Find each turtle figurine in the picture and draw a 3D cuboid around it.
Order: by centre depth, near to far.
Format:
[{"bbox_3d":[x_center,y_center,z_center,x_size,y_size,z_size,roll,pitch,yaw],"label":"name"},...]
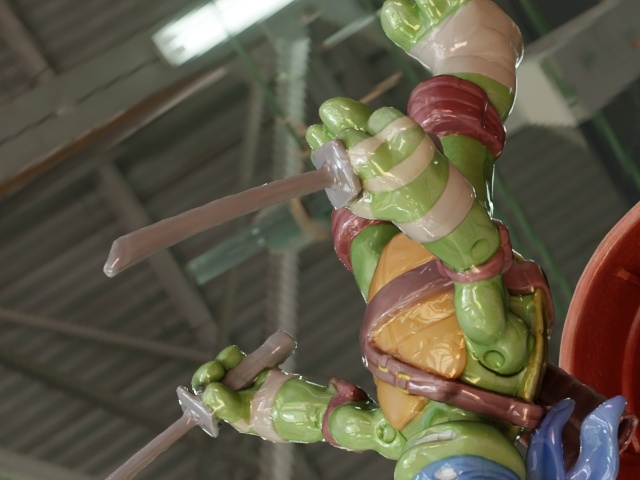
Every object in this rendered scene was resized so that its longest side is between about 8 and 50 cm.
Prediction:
[{"bbox_3d":[0.000,0.000,0.787,0.266,0.274,0.198,-82,-11,-48],"label":"turtle figurine"}]

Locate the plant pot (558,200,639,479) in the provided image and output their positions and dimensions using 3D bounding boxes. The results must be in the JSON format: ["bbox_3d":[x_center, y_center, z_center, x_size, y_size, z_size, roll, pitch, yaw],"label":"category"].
[{"bbox_3d":[0.345,0.101,1.217,0.265,0.272,0.272,19,-122,-53],"label":"plant pot"}]
